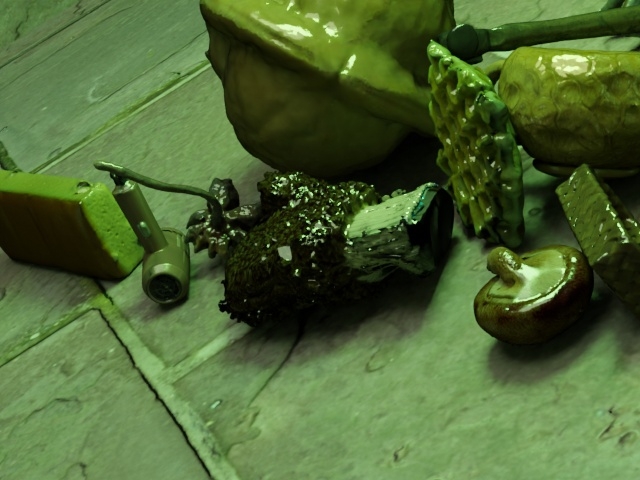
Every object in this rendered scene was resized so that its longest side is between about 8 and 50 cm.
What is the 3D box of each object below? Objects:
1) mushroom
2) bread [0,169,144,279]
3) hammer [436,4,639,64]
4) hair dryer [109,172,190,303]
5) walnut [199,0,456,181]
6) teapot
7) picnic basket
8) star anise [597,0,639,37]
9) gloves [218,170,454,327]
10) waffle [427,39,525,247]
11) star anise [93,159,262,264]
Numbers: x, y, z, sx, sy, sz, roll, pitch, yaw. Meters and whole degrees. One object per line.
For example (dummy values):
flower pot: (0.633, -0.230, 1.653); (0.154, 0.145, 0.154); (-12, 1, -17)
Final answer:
mushroom: (0.210, 0.051, 1.413); (0.127, 0.087, 0.127); (-27, 24, 13)
bread: (-0.390, -0.027, 2.103); (0.077, 0.138, 0.361); (-41, 29, -28)
hammer: (0.356, -0.257, 1.702); (0.440, 0.044, 0.168); (-8, 4, -1)
hair dryer: (-0.227, -0.013, 1.858); (0.064, 0.181, 0.117); (-23, 27, 8)
walnut: (0.020, -0.255, 1.867); (0.384, 0.383, 0.383); (-23, 27, 12)
teapot: (0.287, -0.128, 1.587); (0.203, 0.167, 0.311); (-7, 14, -43)
picnic basket: (0.288, 0.003, 1.404); (0.055, 0.110, 0.193); (-39, 22, 13)
star anise: (0.460, -0.323, 1.831); (0.209, 0.089, 0.231); (-40, 19, 6)
gloves: (0.004, 0.003, 1.655); (0.312, 0.135, 0.210); (-20, 34, 25)
waffle: (0.177, -0.102, 1.602); (0.054, 0.204, 0.223); (-14, 31, -12)
star anise: (-0.159, -0.070, 1.823); (0.218, 0.227, 0.148); (-17, 56, -4)
